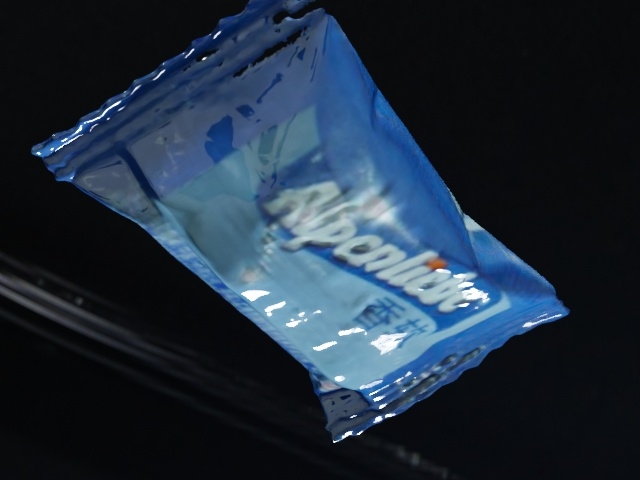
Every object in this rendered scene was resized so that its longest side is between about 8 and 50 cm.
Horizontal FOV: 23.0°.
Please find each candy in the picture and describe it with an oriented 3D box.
[{"bbox_3d":[0.000,0.000,0.902,0.187,0.077,0.331,-30,-45,17],"label":"candy"}]
